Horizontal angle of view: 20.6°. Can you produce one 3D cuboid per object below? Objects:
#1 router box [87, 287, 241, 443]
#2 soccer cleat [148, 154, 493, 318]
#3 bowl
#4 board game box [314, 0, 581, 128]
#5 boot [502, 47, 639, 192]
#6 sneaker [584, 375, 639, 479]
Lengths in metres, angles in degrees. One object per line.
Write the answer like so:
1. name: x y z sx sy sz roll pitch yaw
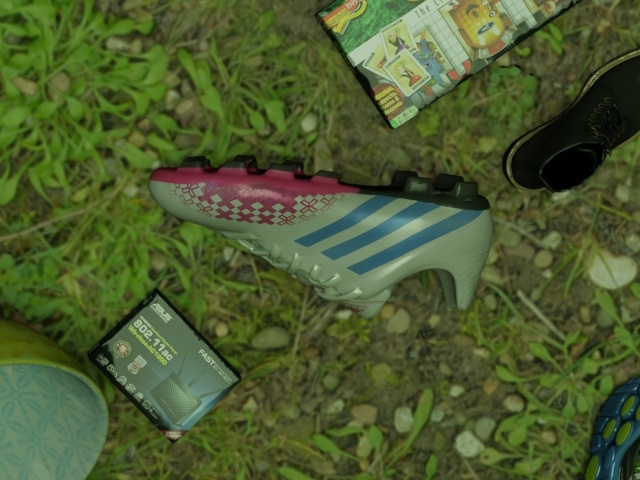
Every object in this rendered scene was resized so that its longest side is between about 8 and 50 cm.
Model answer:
1. router box: -0.149 0.121 1.689 0.092 0.038 0.122 -44 99 0
2. soccer cleat: 0.000 0.000 1.651 0.331 0.116 0.143 5 96 -7
3. bowl: -0.353 0.157 1.597 0.289 0.289 0.156 -35 56 -1
4. board game box: 0.138 -0.234 1.682 0.259 0.030 0.136 -35 97 -1
5. boot: 0.272 -0.107 1.655 0.198 0.137 0.077 -42 99 0
6. sneaker: 0.311 0.219 1.744 0.078 0.067 0.188 16 94 -29
